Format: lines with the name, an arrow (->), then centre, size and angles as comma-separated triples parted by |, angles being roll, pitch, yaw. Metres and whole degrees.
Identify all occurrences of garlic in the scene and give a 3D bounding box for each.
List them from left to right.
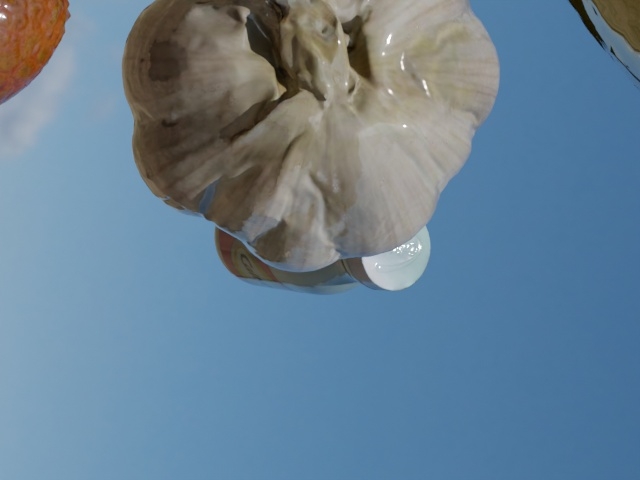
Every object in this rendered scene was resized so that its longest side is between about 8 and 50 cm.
garlic -> -0.006, -0.094, 1.003 | 0.152, 0.228, 0.228 | -134, -125, -79

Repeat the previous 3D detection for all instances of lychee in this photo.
lychee -> -0.207, -0.115, 0.936 | 0.140, 0.101, 0.114 | -36, -166, -3

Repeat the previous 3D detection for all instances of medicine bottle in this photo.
medicine bottle -> 0.000, 0.000, 1.392 | 0.217, 0.090, 0.090 | 6, -94, 57

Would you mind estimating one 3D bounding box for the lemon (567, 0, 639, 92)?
lemon -> 0.136, -0.076, 0.316 | 0.248, 0.184, 0.184 | 56, -43, 38
